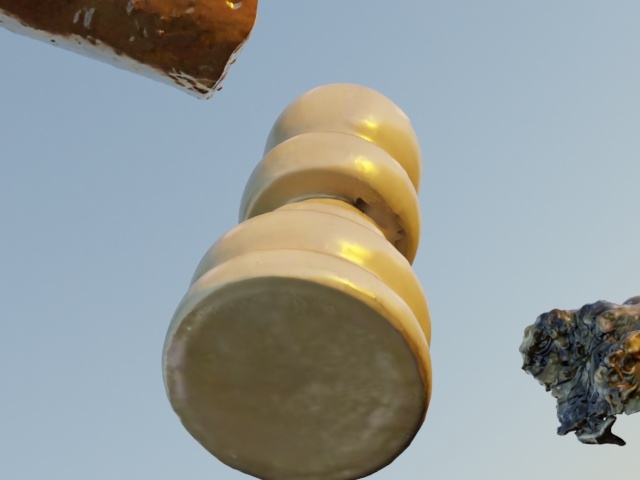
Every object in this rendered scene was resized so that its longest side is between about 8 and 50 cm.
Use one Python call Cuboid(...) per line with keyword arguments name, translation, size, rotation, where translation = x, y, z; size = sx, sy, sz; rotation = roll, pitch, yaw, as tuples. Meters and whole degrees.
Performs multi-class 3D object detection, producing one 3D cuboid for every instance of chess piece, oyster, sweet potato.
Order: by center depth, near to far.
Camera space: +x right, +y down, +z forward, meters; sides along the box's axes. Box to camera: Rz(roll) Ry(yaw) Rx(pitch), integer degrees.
Cuboid(name="chess piece", translation=(0.000, 0.000, 0.885), size=(0.299, 0.167, 0.167), rotation=(-80, 15, -54))
Cuboid(name="sweet potato", translation=(-0.210, -0.210, 0.986), size=(0.131, 0.337, 0.131), rotation=(-159, 90, -84))
Cuboid(name="oyster", translation=(0.291, 0.089, 1.188), size=(0.223, 0.083, 0.214), rotation=(-31, 14, 4))
